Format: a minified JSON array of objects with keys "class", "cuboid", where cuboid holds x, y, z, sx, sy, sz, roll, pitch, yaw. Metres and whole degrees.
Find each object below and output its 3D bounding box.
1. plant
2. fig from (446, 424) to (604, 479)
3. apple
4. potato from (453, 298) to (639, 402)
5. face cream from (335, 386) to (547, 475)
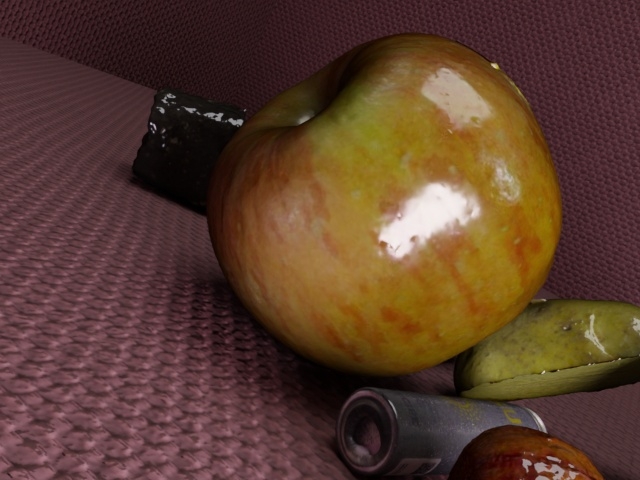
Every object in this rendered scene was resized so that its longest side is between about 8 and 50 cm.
[{"class":"plant","cuboid":[-0.189,-0.153,1.234,0.276,0.189,0.199,23,12,-16]},{"class":"fig","cuboid":[0.165,0.207,0.425,0.201,0.146,0.134,19,26,-7]},{"class":"apple","cuboid":[0.075,-0.032,0.778,0.334,0.400,0.400,52,1,-20]},{"class":"potato","cuboid":[0.299,0.131,0.868,0.271,0.111,0.160,-14,-25,15]},{"class":"face cream","cuboid":[0.136,0.190,0.665,0.283,0.073,0.073,17,14,-42]}]
